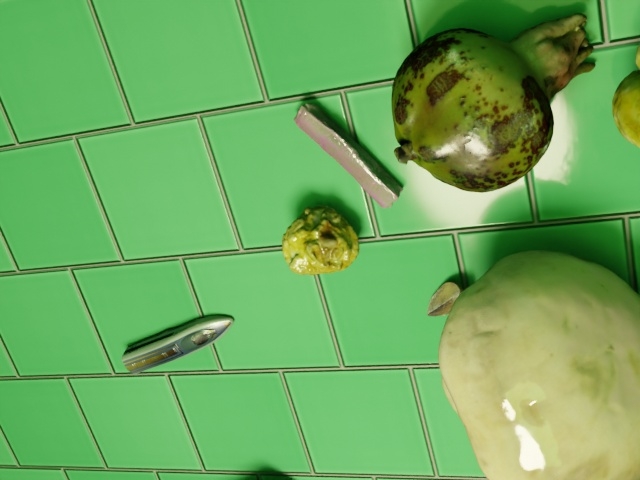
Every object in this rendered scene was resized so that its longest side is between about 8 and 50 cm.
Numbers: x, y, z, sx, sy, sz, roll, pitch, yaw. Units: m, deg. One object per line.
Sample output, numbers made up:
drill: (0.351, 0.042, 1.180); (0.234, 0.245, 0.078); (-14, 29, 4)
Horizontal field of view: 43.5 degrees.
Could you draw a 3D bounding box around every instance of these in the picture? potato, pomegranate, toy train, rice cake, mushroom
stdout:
potato: (0.209, 0.090, 1.291); (0.037, 0.036, 0.093); (9, 149, -26)
pomegranate: (0.222, -0.189, 1.033); (0.276, 0.204, 0.222); (-35, 86, 28)
toy train: (-0.267, 0.193, 1.507); (0.252, 0.048, 0.055); (-23, 110, 28)
rice cake: (0.042, -0.131, 1.227); (0.207, 0.036, 0.047); (44, 127, -8)
mushroom: (0.310, 0.206, 1.140); (0.353, 0.325, 0.353); (6, 123, 9)

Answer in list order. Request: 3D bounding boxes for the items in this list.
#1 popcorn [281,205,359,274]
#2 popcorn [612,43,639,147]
popcorn: (0.000, 0.000, 1.268); (0.121, 0.116, 0.106); (6, 101, 17)
popcorn: (0.490, -0.221, 0.932); (0.225, 0.174, 0.286); (22, 117, 11)
